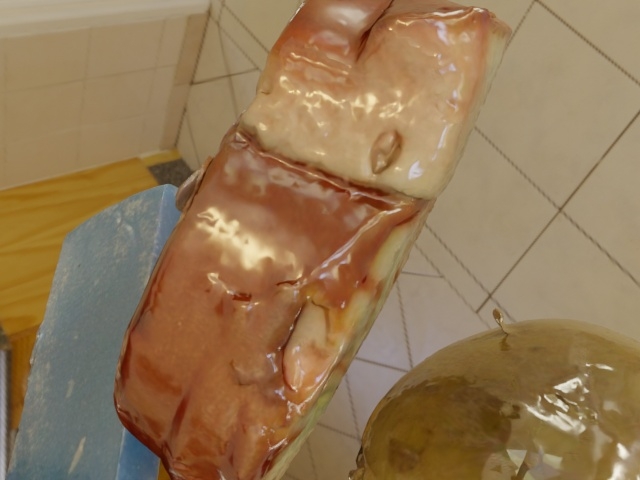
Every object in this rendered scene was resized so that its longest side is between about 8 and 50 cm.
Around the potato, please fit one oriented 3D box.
[{"bbox_3d":[0.145,0.144,0.473,0.239,0.299,0.116,45,158,38],"label":"potato"}]

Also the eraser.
[{"bbox_3d":[-0.185,0.099,0.586,0.144,0.042,0.312,-22,50,28],"label":"eraser"}]

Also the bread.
[{"bbox_3d":[-0.001,0.003,0.459,0.114,0.295,0.328,27,91,7],"label":"bread"}]
